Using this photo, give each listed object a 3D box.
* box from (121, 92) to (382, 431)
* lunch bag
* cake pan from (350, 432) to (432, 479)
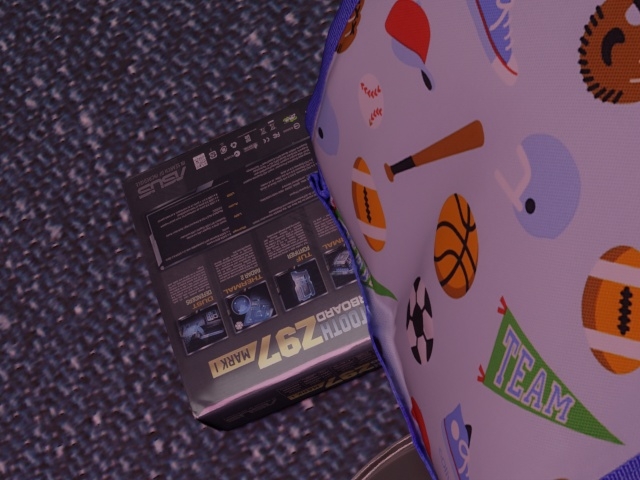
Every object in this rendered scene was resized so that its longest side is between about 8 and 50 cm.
[{"bbox_3d":[0.000,0.000,0.844,0.232,0.059,0.183,-25,66,8],"label":"box"},{"bbox_3d":[0.165,-0.035,0.628,0.385,0.239,0.328,-43,56,36],"label":"lunch bag"},{"bbox_3d":[0.110,0.237,0.732,0.293,0.054,0.293,-6,70,17],"label":"cake pan"}]
